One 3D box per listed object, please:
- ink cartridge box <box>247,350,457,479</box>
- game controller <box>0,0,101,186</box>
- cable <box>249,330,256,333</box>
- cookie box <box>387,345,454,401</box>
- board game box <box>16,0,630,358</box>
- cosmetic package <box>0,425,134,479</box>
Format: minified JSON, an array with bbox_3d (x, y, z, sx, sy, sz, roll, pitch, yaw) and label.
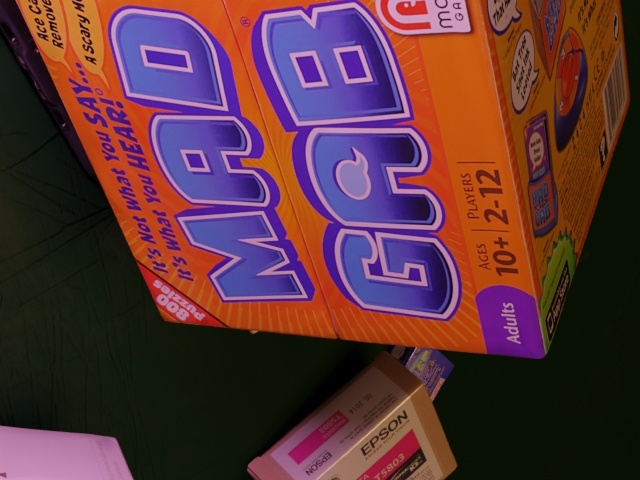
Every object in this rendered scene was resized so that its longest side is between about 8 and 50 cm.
[{"bbox_3d":[0.047,0.288,1.436,0.234,0.088,0.193,-39,135,-15],"label":"ink cartridge box"},{"bbox_3d":[-0.194,-0.193,1.001,0.166,0.067,0.319,-36,132,-14],"label":"game controller"},{"bbox_3d":[0.000,0.000,1.290,0.287,0.072,0.139,-38,138,-32],"label":"cable"},{"bbox_3d":[0.127,0.184,1.543,0.092,0.040,0.107,-58,139,-10],"label":"cookie box"},{"bbox_3d":[0.036,-0.165,0.946,0.356,0.356,0.356,-60,144,-42],"label":"board game box"},{"bbox_3d":[-0.273,0.364,0.988,0.155,0.197,0.366,11,94,-17],"label":"cosmetic package"}]
